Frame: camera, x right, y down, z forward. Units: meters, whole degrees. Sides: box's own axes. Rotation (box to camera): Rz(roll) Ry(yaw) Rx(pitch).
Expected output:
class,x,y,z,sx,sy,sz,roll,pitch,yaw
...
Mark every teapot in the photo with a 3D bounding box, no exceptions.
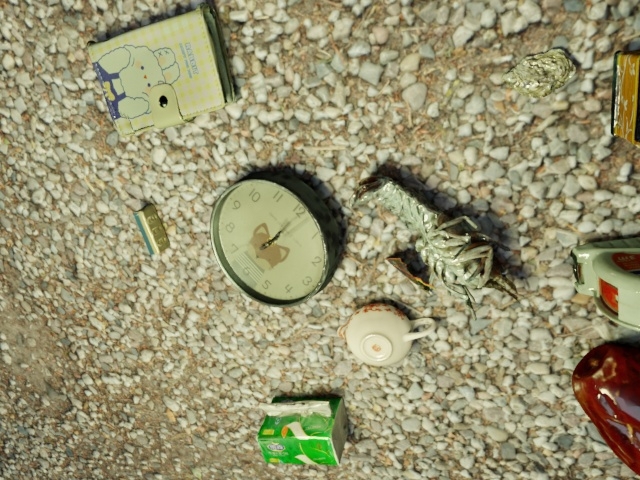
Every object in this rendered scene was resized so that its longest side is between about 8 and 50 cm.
class,x,y,z,sx,sy,sz,roll,pitch,yaw
teapot,0.151,0.224,1.159,0.245,0.116,0.159,-7,99,13

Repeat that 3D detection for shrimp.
class,x,y,z,sx,sy,sz,roll,pitch,yaw
shrimp,0.247,0.007,1.009,0.411,0.166,0.221,48,151,6

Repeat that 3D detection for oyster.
class,x,y,z,sx,sy,sz,roll,pitch,yaw
oyster,0.399,-0.304,0.888,0.098,0.037,0.100,39,117,-3

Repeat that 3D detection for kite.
class,x,y,z,sx,sy,sz,roll,pitch,yaw
kite,0.195,0.072,1.073,0.010,0.159,0.190,-51,136,-3

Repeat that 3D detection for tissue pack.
class,x,y,z,sx,sy,sz,roll,pitch,yaw
tissue pack,-0.049,0.481,1.292,0.208,0.148,0.156,-7,112,19

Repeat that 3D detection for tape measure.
class,x,y,z,sx,sy,sz,roll,pitch,yaw
tape measure,0.617,0.079,0.885,0.242,0.246,0.125,-10,113,14

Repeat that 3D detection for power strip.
class,x,y,z,sx,sy,sz,roll,pitch,yaw
power strip,-0.427,-0.028,1.241,0.032,0.056,0.123,-11,108,19

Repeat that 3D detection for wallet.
class,x,y,z,sx,sy,sz,roll,pitch,yaw
wallet,-0.346,-0.361,1.066,0.309,0.077,0.224,-8,107,21

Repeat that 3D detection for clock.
class,x,y,z,sx,sy,sz,roll,pitch,yaw
clock,-0.113,0.003,1.130,0.324,0.067,0.326,11,115,24

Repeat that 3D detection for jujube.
class,x,y,z,sx,sy,sz,roll,pitch,yaw
jujube,0.673,0.357,0.992,0.318,0.223,0.223,43,117,5

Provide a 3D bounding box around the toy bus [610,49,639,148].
class,x,y,z,sx,sy,sz,roll,pitch,yaw
toy bus,0.651,-0.239,0.754,0.323,0.194,0.162,-3,110,18
